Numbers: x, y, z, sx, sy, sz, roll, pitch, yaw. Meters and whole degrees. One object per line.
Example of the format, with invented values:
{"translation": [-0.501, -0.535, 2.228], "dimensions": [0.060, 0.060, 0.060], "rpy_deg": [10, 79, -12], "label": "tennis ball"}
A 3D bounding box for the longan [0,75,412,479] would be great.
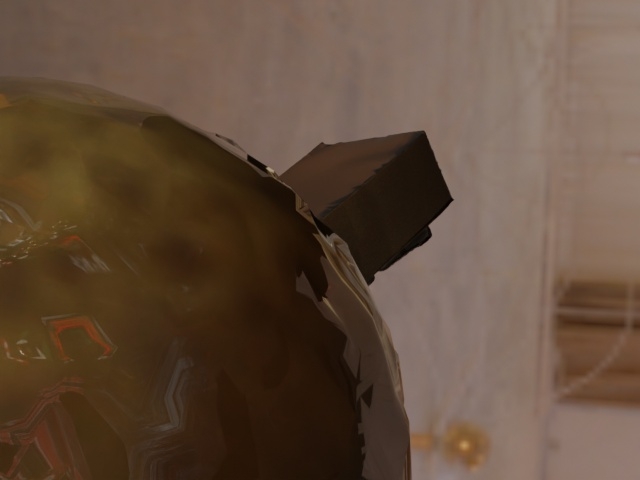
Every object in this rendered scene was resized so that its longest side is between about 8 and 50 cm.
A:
{"translation": [-0.150, 0.122, 0.800], "dimensions": [0.391, 0.391, 0.391], "rpy_deg": [3, -90, -72], "label": "longan"}

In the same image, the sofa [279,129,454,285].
{"translation": [0.000, 0.000, 1.023], "dimensions": [0.147, 0.085, 0.060], "rpy_deg": [-42, -62, -42], "label": "sofa"}
